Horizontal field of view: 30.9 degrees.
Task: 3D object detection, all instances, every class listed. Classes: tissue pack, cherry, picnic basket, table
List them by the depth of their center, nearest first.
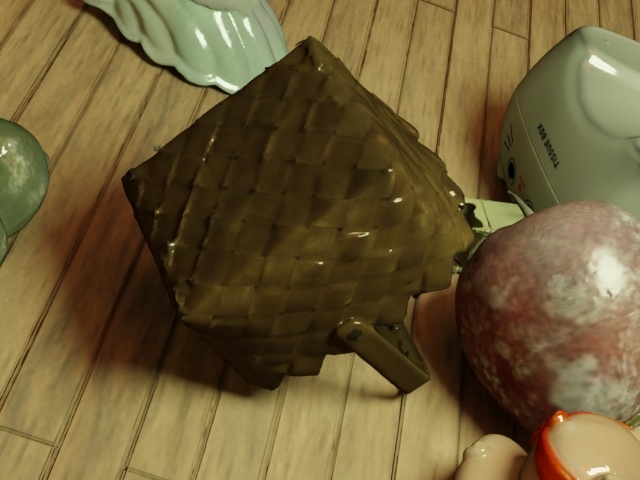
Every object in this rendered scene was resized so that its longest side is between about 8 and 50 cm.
[{"bbox_3d":[0.000,0.000,1.159,0.321,0.291,0.254,46,13,-51],"label":"picnic basket"},{"bbox_3d":[0.252,0.067,1.207,0.213,0.236,0.285,-11,64,-9],"label":"cherry"},{"bbox_3d":[0.202,-0.001,1.379,0.083,0.079,0.062,7,42,-15],"label":"table"},{"bbox_3d":[0.357,-0.077,1.426,0.229,0.236,0.333,14,42,-25],"label":"tissue pack"}]

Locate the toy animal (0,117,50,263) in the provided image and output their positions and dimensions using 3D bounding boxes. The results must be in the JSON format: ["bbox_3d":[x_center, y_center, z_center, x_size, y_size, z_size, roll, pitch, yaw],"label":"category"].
[{"bbox_3d":[-0.340,-0.014,1.123,0.127,0.125,0.251,-9,50,6],"label":"toy animal"}]

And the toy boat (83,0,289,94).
[{"bbox_3d":[-0.160,-0.301,1.515,0.290,0.100,0.199,22,41,-4],"label":"toy boat"}]

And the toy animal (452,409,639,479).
[{"bbox_3d":[0.221,0.233,1.053,0.171,0.198,0.171,24,57,-44],"label":"toy animal"}]

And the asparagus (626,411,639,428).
[{"bbox_3d":[0.388,0.167,1.291,0.080,0.080,0.287,43,42,20],"label":"asparagus"}]
